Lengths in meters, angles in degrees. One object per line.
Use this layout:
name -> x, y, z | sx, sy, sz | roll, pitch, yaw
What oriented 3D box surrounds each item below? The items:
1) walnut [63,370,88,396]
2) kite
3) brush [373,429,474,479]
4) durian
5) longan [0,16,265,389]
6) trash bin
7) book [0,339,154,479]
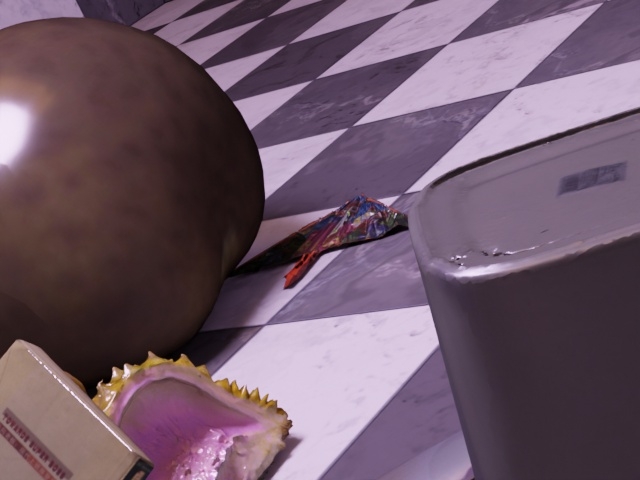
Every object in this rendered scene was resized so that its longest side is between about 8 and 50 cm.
walnut -> -0.217, 0.176, 1.176 | 0.143, 0.069, 0.170 | -46, -18, -30
kite -> 0.000, 0.000, 1.568 | 0.232, 0.009, 0.189 | -16, 21, 32
brush -> 0.111, 0.116, 1.016 | 0.321, 0.050, 0.060 | -30, 21, -9
durian -> -0.111, 0.167, 1.121 | 0.132, 0.165, 0.182 | 22, 67, 13
longan -> -0.243, -0.040, 1.510 | 0.404, 0.336, 0.404 | 7, 35, -5
trash bin -> 0.156, 0.082, 0.709 | 0.219, 0.250, 0.220 | -19, 17, 3
book -> -0.228, 0.195, 1.041 | 0.161, 0.026, 0.231 | 36, 87, 40
